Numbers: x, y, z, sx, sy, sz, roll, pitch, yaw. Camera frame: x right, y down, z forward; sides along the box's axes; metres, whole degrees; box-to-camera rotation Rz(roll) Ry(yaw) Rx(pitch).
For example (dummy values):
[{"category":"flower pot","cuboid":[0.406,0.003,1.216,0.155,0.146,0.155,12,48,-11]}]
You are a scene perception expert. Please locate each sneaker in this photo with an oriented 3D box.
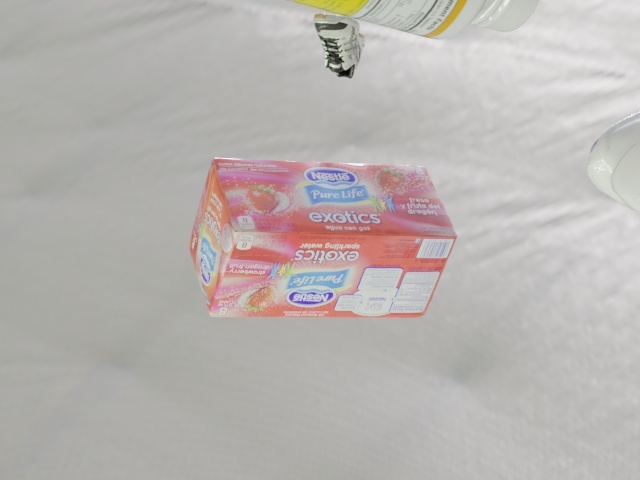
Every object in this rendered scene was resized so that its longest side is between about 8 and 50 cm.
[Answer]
[{"category":"sneaker","cuboid":[0.015,-0.148,1.390,0.032,0.083,0.037,9,-100,20]},{"category":"sneaker","cuboid":[0.422,-0.052,1.932,0.114,0.305,0.152,-64,-148,17]}]

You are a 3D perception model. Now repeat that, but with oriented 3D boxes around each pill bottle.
[{"category":"pill bottle","cuboid":[0.041,-0.203,1.206,0.117,0.215,0.117,-168,-90,-67]}]

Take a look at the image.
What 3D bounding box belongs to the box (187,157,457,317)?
[{"category":"box","cuboid":[0.000,0.000,2.311,0.300,0.154,0.142,1,-138,-21]}]
